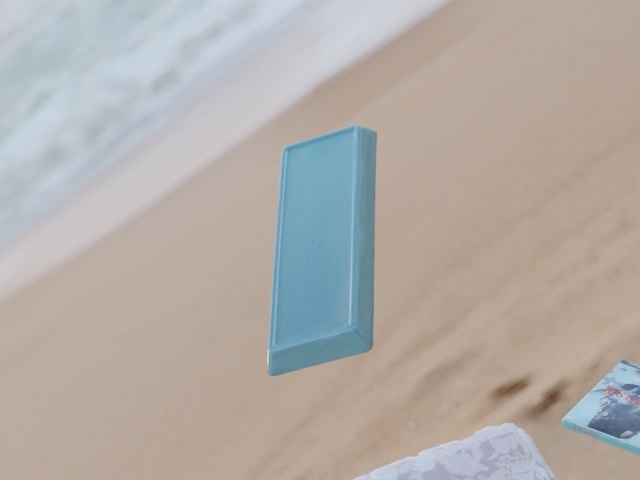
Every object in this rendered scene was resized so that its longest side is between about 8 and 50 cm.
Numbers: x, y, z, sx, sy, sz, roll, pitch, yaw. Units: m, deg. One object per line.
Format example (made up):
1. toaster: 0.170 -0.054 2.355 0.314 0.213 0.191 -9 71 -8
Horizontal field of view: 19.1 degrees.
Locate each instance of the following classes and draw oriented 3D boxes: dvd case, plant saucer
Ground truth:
1. dvd case: 0.295 0.157 1.797 0.087 0.013 0.119 19 35 32
2. plant saucer: 0.000 0.000 1.160 0.067 0.018 0.192 -16 42 18

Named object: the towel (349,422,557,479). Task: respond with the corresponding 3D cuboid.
1. towel: 0.055 0.294 1.173 0.332 0.317 0.053 -18 -28 -23
